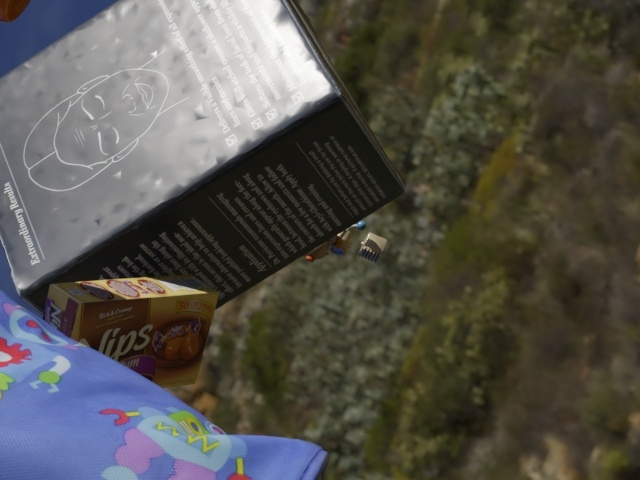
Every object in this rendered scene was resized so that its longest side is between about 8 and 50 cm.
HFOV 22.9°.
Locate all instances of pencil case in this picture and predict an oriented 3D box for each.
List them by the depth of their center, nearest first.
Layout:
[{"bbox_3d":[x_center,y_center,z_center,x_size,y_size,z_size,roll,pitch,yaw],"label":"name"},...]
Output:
[{"bbox_3d":[-0.139,0.089,0.736,0.133,0.306,0.119,-46,-21,-57],"label":"pencil case"}]

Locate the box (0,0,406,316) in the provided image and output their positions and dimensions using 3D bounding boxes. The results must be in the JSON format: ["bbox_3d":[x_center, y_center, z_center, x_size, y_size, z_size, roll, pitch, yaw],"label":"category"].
[{"bbox_3d":[-0.159,-0.100,1.746,0.395,0.293,0.212,-31,-36,5],"label":"box"}]

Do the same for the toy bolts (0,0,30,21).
[{"bbox_3d":[-0.367,-0.206,1.419,0.218,0.158,0.228,-64,-1,-55],"label":"toy bolts"}]

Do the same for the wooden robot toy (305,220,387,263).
[{"bbox_3d":[0.000,0.000,2.110,0.173,0.076,0.079,29,-117,-20],"label":"wooden robot toy"}]

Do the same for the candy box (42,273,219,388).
[{"bbox_3d":[-0.195,0.095,1.584,0.186,0.053,0.109,-3,-65,-49],"label":"candy box"}]
